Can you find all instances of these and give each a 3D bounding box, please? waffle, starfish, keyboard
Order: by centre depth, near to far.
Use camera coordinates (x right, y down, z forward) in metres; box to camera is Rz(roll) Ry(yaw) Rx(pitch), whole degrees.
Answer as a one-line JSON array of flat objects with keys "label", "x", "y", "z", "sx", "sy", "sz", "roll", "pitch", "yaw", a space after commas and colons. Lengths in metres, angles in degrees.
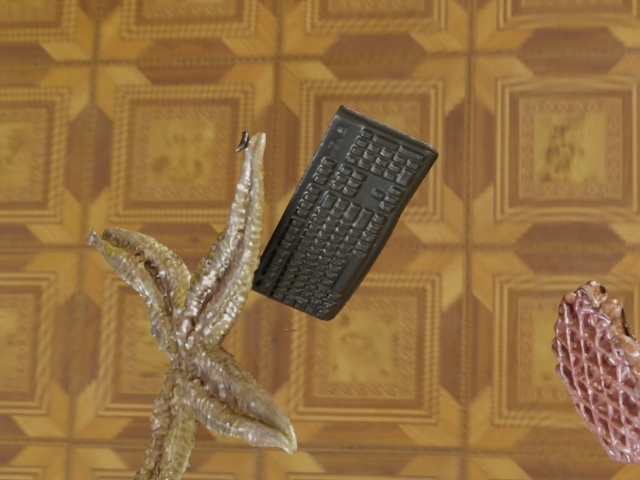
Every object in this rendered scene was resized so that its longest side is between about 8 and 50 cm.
[{"label": "keyboard", "x": -0.004, "y": 0.011, "z": 1.270, "sx": 0.103, "sy": 0.381, "sz": 0.041, "roll": 23, "pitch": 57, "yaw": -5}, {"label": "starfish", "x": -0.142, "y": 0.096, "z": 1.287, "sx": 0.132, "sy": 0.384, "sz": 0.398, "roll": 21, "pitch": 58, "yaw": -20}, {"label": "waffle", "x": 0.335, "y": 0.162, "z": 1.621, "sx": 0.055, "sy": 0.234, "sz": 0.221, "roll": -21, "pitch": 74, "yaw": -10}]
